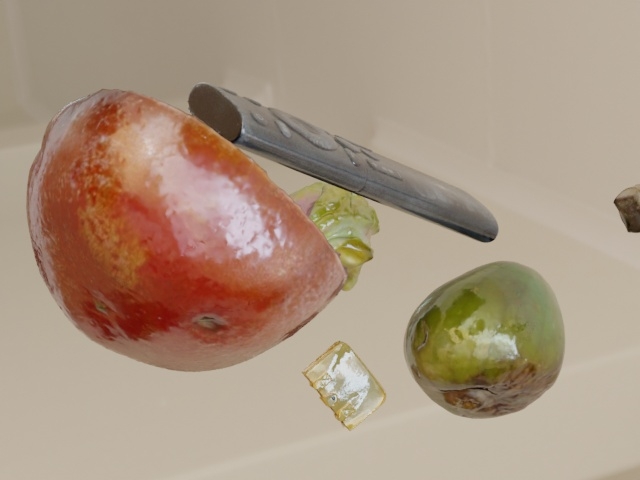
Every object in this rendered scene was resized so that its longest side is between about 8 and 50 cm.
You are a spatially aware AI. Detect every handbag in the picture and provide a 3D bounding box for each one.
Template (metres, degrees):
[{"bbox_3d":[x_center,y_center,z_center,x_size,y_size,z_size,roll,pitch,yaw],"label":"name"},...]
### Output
[{"bbox_3d":[0.025,0.155,1.574,0.083,0.061,0.027,51,-10,-11],"label":"handbag"}]

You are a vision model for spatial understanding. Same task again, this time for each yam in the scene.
[{"bbox_3d":[0.382,-0.050,1.411,0.045,0.326,0.045,46,-55,26],"label":"yam"}]

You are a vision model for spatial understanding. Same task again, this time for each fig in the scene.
[{"bbox_3d":[0.194,0.110,1.687,0.181,0.191,0.181,24,-29,14],"label":"fig"}]

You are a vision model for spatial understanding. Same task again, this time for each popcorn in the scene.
[{"bbox_3d":[0.000,0.000,1.644,0.126,0.145,0.125,53,-45,5],"label":"popcorn"}]

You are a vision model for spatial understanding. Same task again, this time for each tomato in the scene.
[{"bbox_3d":[-0.159,0.019,1.365,0.338,0.144,0.338,24,-32,17],"label":"tomato"}]

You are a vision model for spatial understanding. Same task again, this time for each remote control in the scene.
[{"bbox_3d":[0.033,-0.076,1.507,0.107,0.377,0.044,37,-77,48],"label":"remote control"}]
